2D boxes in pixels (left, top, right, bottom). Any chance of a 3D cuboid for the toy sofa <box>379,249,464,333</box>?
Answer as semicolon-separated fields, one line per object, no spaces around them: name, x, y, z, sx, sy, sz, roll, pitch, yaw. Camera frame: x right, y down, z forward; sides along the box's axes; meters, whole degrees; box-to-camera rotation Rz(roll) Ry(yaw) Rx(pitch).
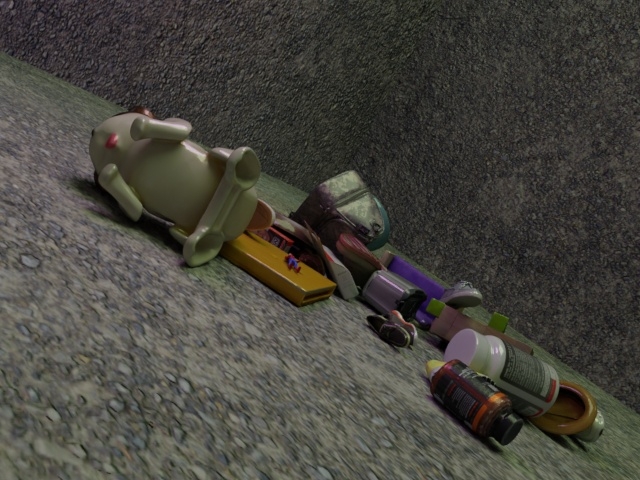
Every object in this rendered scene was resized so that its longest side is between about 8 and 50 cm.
toy sofa;0.329;0.181;2.185;0.177;0.150;0.362;24;10;-45

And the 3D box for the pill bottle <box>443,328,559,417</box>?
pill bottle;0.487;0.355;1.641;0.283;0.161;0.161;28;8;-17

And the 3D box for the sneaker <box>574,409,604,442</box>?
sneaker;0.721;0.507;1.806;0.118;0.110;0.292;20;2;-15

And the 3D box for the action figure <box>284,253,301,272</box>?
action figure;-0.074;0.055;1.617;0.038;0.030;0.115;22;8;-15

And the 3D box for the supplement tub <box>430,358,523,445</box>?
supplement tub;0.342;0.356;1.326;0.106;0.106;0.198;21;12;-47

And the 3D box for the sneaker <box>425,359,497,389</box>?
sneaker;0.350;0.345;1.513;0.208;0.081;0.094;27;7;-21

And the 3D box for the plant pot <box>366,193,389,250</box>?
plant pot;0.137;-0.060;2.699;0.195;0.290;0.290;-26;47;-36

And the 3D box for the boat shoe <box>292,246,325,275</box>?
boat shoe;-0.037;0.072;1.896;0.060;0.064;0.178;-12;22;-20

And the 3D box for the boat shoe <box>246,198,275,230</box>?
boat shoe;-0.227;-0.083;1.777;0.277;0.098;0.096;13;0;36

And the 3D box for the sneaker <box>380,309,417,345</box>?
sneaker;0.221;0.257;1.739;0.065;0.061;0.158;-4;22;-23

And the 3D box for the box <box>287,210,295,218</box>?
box;0.000;0.000;2.394;0.295;0.073;0.293;28;8;-10

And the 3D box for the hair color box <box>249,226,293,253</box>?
hair color box;-0.159;-0.003;1.851;0.141;0.072;0.043;32;8;21

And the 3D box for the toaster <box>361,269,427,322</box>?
toaster;0.231;0.177;1.932;0.146;0.129;0.227;34;11;28

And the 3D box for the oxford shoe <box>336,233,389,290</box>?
oxford shoe;0.123;0.088;1.965;0.123;0.130;0.348;52;7;36

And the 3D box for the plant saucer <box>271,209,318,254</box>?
plant saucer;-0.127;-0.043;2.015;0.310;0.050;0.310;28;-6;3

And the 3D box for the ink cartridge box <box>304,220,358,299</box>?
ink cartridge box;0.032;0.051;1.851;0.181;0.056;0.225;-131;-161;-65

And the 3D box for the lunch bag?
lunch bag;0.068;-0.063;2.116;0.212;0.305;0.256;-31;82;-37

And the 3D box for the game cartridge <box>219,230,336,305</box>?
game cartridge;-0.135;0.064;1.632;0.323;0.053;0.285;30;8;16

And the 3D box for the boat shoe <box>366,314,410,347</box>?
boat shoe;0.177;0.244;1.627;0.049;0.056;0.152;17;5;-38

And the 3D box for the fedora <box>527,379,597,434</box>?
fedora;0.668;0.479;1.688;0.194;0.194;0.079;42;-20;54

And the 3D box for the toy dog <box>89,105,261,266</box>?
toy dog;-0.357;-0.170;1.439;0.408;0.285;0.395;28;11;10

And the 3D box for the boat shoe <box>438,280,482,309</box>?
boat shoe;0.445;0.167;1.928;0.079;0.081;0.227;22;-17;-10

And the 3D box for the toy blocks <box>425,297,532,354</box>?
toy blocks;0.527;0.336;1.946;0.381;0.191;0.261;26;-6;26
